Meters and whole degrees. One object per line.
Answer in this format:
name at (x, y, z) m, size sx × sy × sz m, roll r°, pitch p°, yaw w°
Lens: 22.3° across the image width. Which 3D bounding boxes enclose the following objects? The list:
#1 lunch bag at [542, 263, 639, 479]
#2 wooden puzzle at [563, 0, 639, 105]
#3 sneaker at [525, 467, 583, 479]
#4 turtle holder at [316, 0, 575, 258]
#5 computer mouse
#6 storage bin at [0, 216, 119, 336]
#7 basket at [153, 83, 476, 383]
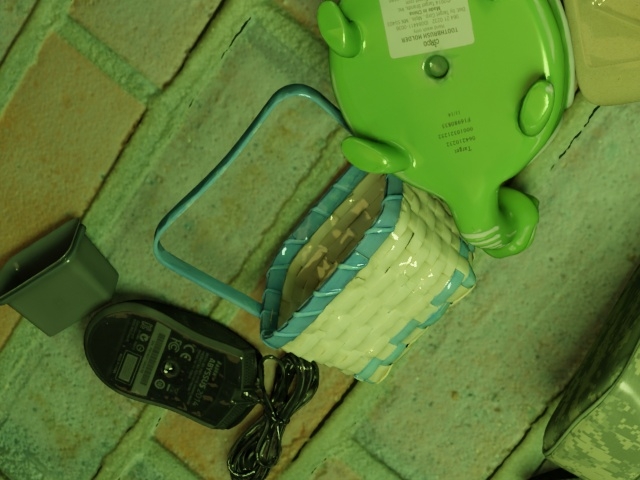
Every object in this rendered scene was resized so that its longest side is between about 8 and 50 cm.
lunch bag at (0.400, 0.136, 1.555) m, size 0.256 × 0.305 × 0.212 m, roll 34°, pitch 148°, yaw 2°
wooden puzzle at (0.386, -0.322, 1.576) m, size 0.322 × 0.080 × 0.348 m, roll -8°, pitch 105°, yaw 24°
sneaker at (0.367, 0.322, 1.720) m, size 0.295 × 0.124 × 0.178 m, roll -6°, pitch 91°, yaw 22°
turtle holder at (0.159, -0.159, 1.620) m, size 0.243 × 0.227 × 0.320 m, roll -41°, pitch 87°, yaw 24°
computer mouse at (-0.148, 0.156, 1.915) m, size 0.272 × 0.072 × 0.188 m, roll 28°, pitch 110°, yaw 0°
storage bin at (-0.311, 0.047, 1.943) m, size 0.135 × 0.098 × 0.091 m, roll -29°, pitch 119°, yaw 25°
basket at (0.000, 0.000, 1.721) m, size 0.289 × 0.201 × 0.255 m, roll 35°, pitch 117°, yaw -23°
